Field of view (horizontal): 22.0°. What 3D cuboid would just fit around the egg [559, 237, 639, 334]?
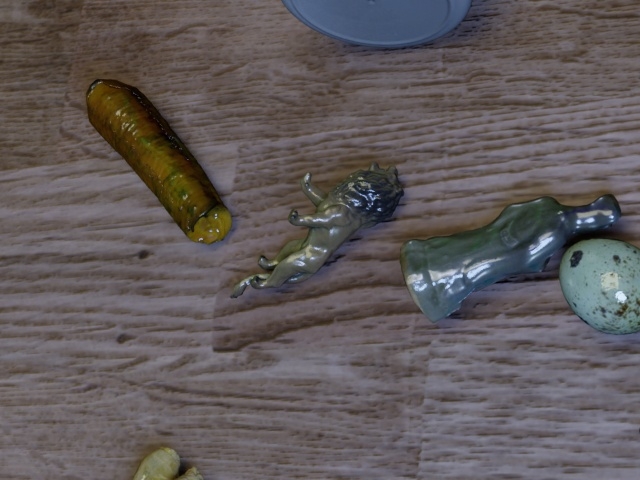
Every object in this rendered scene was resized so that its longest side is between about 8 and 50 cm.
[{"bbox_3d":[0.268,0.040,1.522,0.085,0.085,0.110,-46,43,1],"label":"egg"}]

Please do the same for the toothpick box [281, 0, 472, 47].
[{"bbox_3d":[0.084,-0.384,1.763,0.229,0.229,0.316,-3,63,26],"label":"toothpick box"}]

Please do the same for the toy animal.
[{"bbox_3d":[-0.014,-0.011,1.699,0.219,0.086,0.069,-37,16,13],"label":"toy animal"}]

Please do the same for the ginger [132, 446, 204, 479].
[{"bbox_3d":[-0.218,0.343,1.635,0.299,0.065,0.118,-50,41,-4],"label":"ginger"}]

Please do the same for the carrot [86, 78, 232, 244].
[{"bbox_3d":[-0.183,-0.091,1.832,0.070,0.070,0.260,-42,55,3],"label":"carrot"}]

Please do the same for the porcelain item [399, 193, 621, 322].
[{"bbox_3d":[0.187,0.002,1.592,0.215,0.069,0.081,-23,36,16],"label":"porcelain item"}]
